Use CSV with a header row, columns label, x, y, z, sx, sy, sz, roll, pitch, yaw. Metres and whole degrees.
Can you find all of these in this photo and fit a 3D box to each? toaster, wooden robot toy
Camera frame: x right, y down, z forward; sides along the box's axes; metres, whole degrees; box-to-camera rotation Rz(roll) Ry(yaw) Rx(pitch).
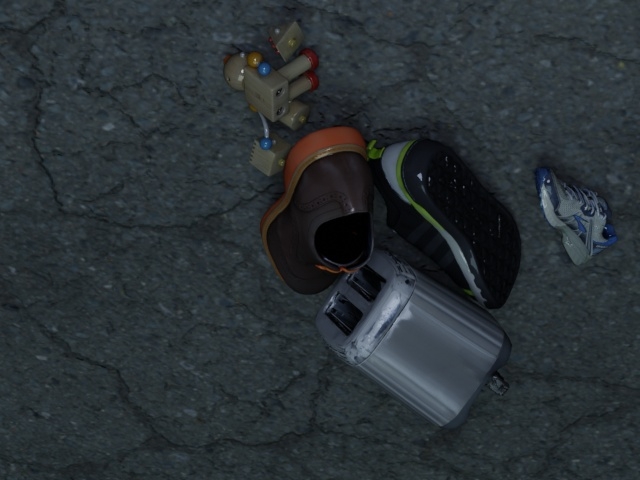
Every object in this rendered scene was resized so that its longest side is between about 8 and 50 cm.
label,x,y,z,sx,sy,sz,roll,pitch,yaw
toaster,0.090,0.096,1.559,0.146,0.227,0.129,34,93,-17
wooden robot toy,-0.053,-0.148,1.437,0.079,0.076,0.173,34,145,26

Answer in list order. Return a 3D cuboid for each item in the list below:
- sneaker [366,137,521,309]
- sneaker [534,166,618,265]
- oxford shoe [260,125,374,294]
label,x,y,z,sx,sy,sz,roll,pitch,yaw
sneaker,0.119,-0.024,1.532,0.097,0.084,0.235,6,143,41
sneaker,0.250,-0.033,1.507,0.058,0.052,0.135,-23,137,18
oxford shoe,0.000,0.000,1.513,0.097,0.098,0.271,-12,154,-11
